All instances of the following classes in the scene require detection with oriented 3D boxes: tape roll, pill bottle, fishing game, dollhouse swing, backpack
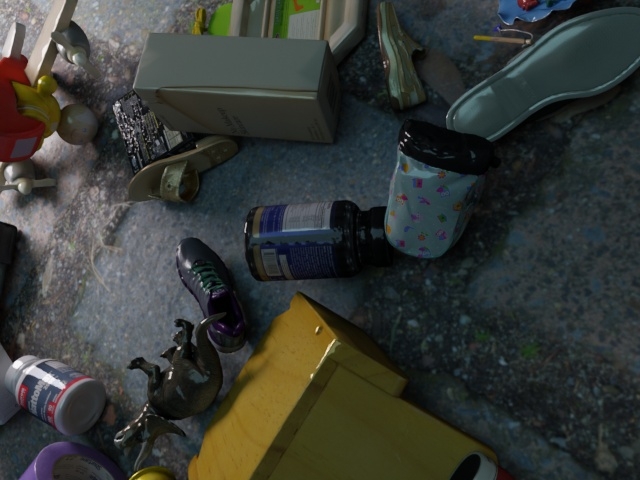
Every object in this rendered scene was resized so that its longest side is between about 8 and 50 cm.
[{"bbox_3d":[-0.414,0.435,1.081,0.189,0.189,0.080,43,97,28],"label":"tape roll"},{"bbox_3d":[-0.503,0.284,1.210,0.180,0.108,0.107,15,85,29],"label":"pill bottle"},{"bbox_3d":[0.000,0.000,1.010,0.219,0.123,0.122,-3,76,13],"label":"pill bottle"},{"bbox_3d":[0.341,-0.390,0.945,0.264,0.041,0.189,-44,30,2],"label":"fishing game"},{"bbox_3d":[0.030,0.322,0.962,0.346,0.305,0.315,-59,20,3],"label":"dollhouse swing"},{"bbox_3d":[0.158,-0.067,0.929,0.152,0.115,0.181,22,124,18],"label":"backpack"}]

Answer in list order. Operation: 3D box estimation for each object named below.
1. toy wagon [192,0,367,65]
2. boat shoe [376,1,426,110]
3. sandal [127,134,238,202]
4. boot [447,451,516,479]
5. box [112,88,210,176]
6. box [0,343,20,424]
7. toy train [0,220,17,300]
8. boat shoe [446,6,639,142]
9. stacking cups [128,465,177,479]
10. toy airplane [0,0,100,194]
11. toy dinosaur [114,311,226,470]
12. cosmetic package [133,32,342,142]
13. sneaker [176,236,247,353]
[{"bbox_3d":[-0.080,-0.415,1.194,0.345,0.068,0.267,0,77,27],"label":"toy wagon"},{"bbox_3d":[0.138,-0.309,1.067,0.072,0.068,0.189,-11,83,11],"label":"boat shoe"},{"bbox_3d":[-0.254,-0.110,1.194,0.240,0.088,0.079,-28,61,13],"label":"sandal"},{"bbox_3d":[0.195,0.415,0.811,0.176,0.088,0.244,39,89,-4],"label":"boot"},{"bbox_3d":[-0.305,-0.220,1.251,0.147,0.077,0.180,-30,67,17],"label":"box"},{"bbox_3d":[-0.677,0.275,1.263,0.130,0.091,0.170,-16,107,22],"label":"box"},{"bbox_3d":[-0.768,0.091,1.380,0.190,0.142,0.333,1,78,17],"label":"toy train"},{"bbox_3d":[0.321,-0.235,0.933,0.303,0.091,0.114,-23,96,17],"label":"boat shoe"},{"bbox_3d":[-0.206,0.453,0.953,0.316,0.096,0.096,21,87,56],"label":"stacking cups"},{"bbox_3d":[-0.599,-0.286,1.342,0.386,0.273,0.384,-20,52,60],"label":"toy airplane"},{"bbox_3d":[-0.223,0.231,1.080,0.313,0.121,0.160,-41,70,19],"label":"toy dinosaur"},{"bbox_3d":[-0.130,-0.255,1.084,0.310,0.160,0.113,5,74,14],"label":"cosmetic package"},{"bbox_3d":[-0.178,0.076,1.094,0.083,0.098,0.223,-22,70,-24],"label":"sneaker"}]
